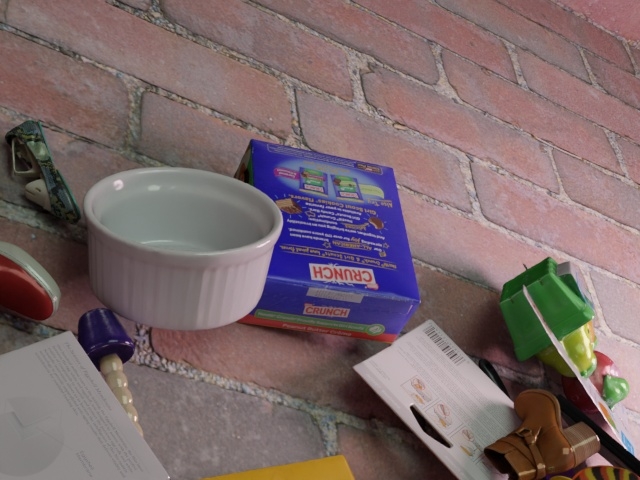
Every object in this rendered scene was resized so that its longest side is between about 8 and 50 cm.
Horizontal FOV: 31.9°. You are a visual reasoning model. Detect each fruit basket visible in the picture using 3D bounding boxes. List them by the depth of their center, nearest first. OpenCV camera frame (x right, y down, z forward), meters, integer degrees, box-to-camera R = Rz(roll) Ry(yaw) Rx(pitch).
[{"bbox_3d":[0.474,0.202,2.026,0.353,0.165,0.327,50,14,1],"label":"fruit basket"}]

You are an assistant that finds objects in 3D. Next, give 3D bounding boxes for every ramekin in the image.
[{"bbox_3d":[-0.199,0.012,1.583,0.277,0.135,0.277,7,26,-4],"label":"ramekin"}]

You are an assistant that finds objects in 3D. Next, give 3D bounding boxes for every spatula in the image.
[{"bbox_3d":[0.358,0.330,1.937,0.084,0.030,0.296,-14,63,-47],"label":"spatula"}]

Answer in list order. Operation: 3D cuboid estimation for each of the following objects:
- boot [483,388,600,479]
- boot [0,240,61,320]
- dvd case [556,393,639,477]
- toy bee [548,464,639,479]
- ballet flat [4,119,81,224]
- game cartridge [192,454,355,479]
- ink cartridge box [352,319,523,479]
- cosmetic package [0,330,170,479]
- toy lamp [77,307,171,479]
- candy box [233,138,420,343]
[{"bbox_3d":[0.316,0.303,1.740,0.152,0.073,0.197,-19,20,-20],"label":"boot"},{"bbox_3d":[-0.465,0.062,1.409,0.244,0.088,0.176,30,37,-2],"label":"boot"},{"bbox_3d":[0.482,0.348,1.890,0.180,0.022,0.253,41,-2,27],"label":"dvd case"},{"bbox_3d":[0.352,0.431,1.720,0.298,0.195,0.162,-21,43,-40],"label":"toy bee"},{"bbox_3d":[-0.414,-0.093,1.647,0.070,0.070,0.188,-3,52,-44],"label":"ballet flat"},{"bbox_3d":[-0.012,0.445,1.456,0.285,0.053,0.324,0,52,-43],"label":"game cartridge"},{"bbox_3d":[0.202,0.282,1.787,0.296,0.066,0.261,46,34,16],"label":"ink cartridge box"},{"bbox_3d":[-0.338,0.253,1.278,0.224,0.138,0.224,-19,66,-49],"label":"cosmetic package"},{"bbox_3d":[-0.258,0.213,1.448,0.080,0.080,0.275,6,49,-39],"label":"toy lamp"},{"bbox_3d":[0.000,0.000,1.831,0.268,0.122,0.317,11,42,-17],"label":"candy box"}]
